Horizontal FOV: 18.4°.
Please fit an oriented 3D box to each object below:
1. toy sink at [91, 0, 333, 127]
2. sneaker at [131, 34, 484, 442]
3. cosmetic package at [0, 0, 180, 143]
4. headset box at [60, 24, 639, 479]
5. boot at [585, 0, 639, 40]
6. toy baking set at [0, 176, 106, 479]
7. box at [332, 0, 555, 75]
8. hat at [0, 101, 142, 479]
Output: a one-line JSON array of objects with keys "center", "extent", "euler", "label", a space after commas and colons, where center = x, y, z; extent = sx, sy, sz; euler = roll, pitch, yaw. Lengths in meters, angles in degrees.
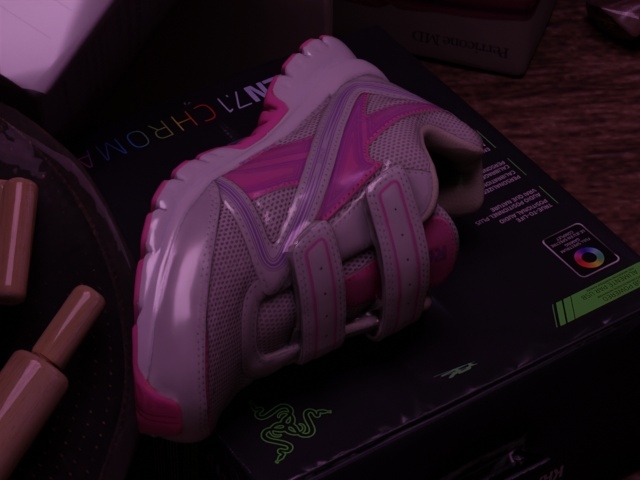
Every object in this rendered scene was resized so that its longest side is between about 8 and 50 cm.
[{"center": [-0.086, -0.158, 1.231], "extent": [0.234, 0.153, 0.131], "euler": [14, 43, 15], "label": "toy sink"}, {"center": [0.000, 0.000, 0.898], "extent": [0.111, 0.103, 0.252], "euler": [18, 46, 20], "label": "sneaker"}, {"center": [-0.122, -0.259, 1.065], "extent": [0.217, 0.156, 0.385], "euler": [32, 78, 2], "label": "cosmetic package"}, {"center": [0.008, 0.046, 1.020], "extent": [0.246, 0.131, 0.283], "euler": [-23, 48, -24], "label": "headset box"}, {"center": [0.246, -0.151, 1.322], "extent": [0.114, 0.037, 0.106], "euler": [-17, 32, -25], "label": "boot"}, {"center": [-0.221, 0.069, 0.887], "extent": [0.196, 0.030, 0.256], "euler": [24, 72, 16], "label": "toy baking set"}, {"center": [0.086, -0.243, 1.272], "extent": [0.148, 0.232, 0.127], "euler": [13, 44, 12], "label": "box"}, {"center": [-0.236, 0.065, 0.971], "extent": [0.331, 0.134, 0.331], "euler": [-1, 75, 4], "label": "hat"}]
